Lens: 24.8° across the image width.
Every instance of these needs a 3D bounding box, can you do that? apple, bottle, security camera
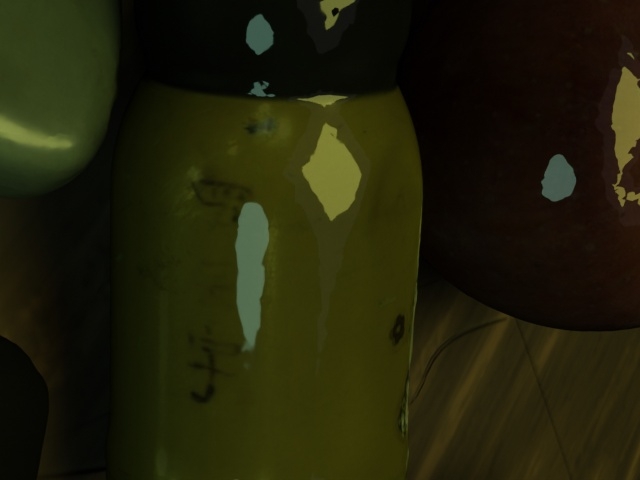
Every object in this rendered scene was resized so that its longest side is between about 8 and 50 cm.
[{"bbox_3d":[0.178,-0.078,1.018,0.305,0.235,0.306,3,86,-47],"label":"apple"},{"bbox_3d":[-0.026,-0.022,0.772,0.171,0.171,0.351,-15,115,-48],"label":"bottle"},{"bbox_3d":[-0.227,-0.126,0.666,0.301,0.080,0.157,25,59,-35],"label":"security camera"}]

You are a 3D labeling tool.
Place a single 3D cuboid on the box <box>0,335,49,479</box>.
[{"bbox_3d":[-0.259,0.156,0.630,0.290,0.073,0.289,20,74,-47],"label":"box"}]
